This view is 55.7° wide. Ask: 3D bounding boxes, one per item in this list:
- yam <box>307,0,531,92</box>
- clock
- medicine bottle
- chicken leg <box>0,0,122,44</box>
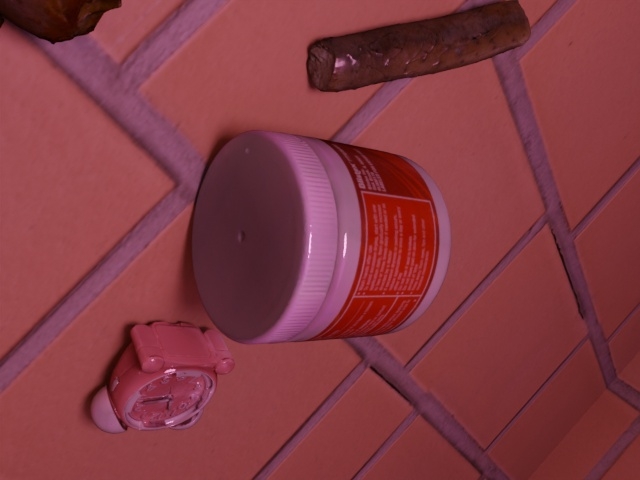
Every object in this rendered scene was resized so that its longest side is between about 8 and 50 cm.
[{"bbox_3d":[0.154,-0.273,0.849,0.372,0.083,0.083,-22,129,-26],"label":"yam"},{"bbox_3d":[-0.222,0.196,0.842,0.166,0.092,0.162,13,117,-43],"label":"clock"},{"bbox_3d":[0.000,0.000,0.770,0.241,0.252,0.252,3,114,-41],"label":"medicine bottle"},{"bbox_3d":[-0.233,-0.330,0.454,0.212,0.140,0.361,-19,131,-19],"label":"chicken leg"}]
